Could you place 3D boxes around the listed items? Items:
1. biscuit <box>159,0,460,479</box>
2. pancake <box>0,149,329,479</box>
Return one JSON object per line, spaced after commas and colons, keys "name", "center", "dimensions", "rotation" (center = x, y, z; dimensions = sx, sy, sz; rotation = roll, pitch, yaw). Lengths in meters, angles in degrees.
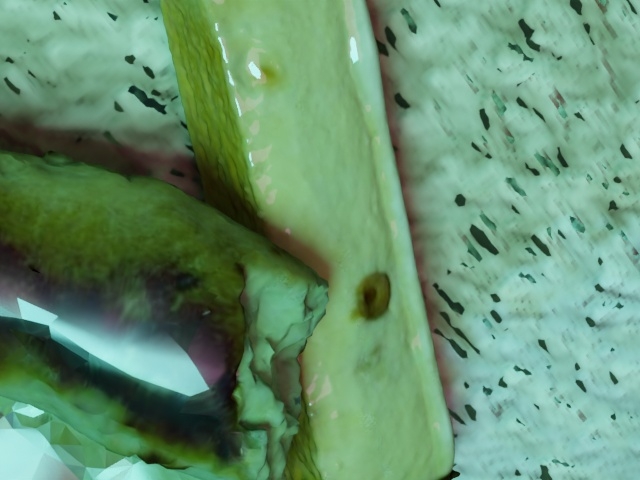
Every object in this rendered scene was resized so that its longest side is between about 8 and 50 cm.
{"name": "biscuit", "center": [0.000, 0.000, 0.459], "dimensions": [0.056, 0.052, 0.188], "rotation": [-22, 113, -21]}
{"name": "pancake", "center": [-0.208, 0.113, 0.404], "dimensions": [0.426, 0.067, 0.305], "rotation": [-1, 104, -7]}
